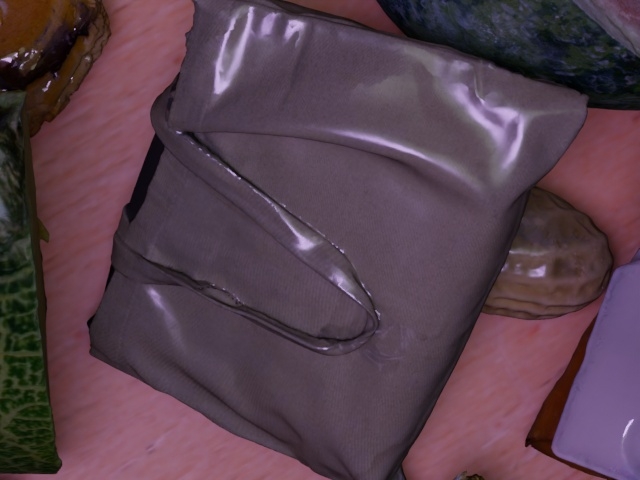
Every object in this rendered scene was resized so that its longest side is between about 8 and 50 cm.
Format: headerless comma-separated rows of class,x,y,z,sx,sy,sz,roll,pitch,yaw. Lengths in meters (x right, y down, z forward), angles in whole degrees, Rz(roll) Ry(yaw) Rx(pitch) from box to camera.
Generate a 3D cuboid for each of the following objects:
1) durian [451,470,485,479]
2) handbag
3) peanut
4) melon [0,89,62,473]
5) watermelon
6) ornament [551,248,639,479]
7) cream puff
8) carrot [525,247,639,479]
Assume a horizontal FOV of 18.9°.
durian,0.046,0.292,1.249,0.306,0.172,0.166,-52,57,15
handbag,-0.005,0.001,1.200,0.253,0.109,0.316,26,120,9
peanut,0.099,0.001,1.281,0.194,0.083,0.093,9,71,1
melon,-0.255,0.002,1.136,0.226,0.343,0.331,-43,89,-8
watermelon,0.114,-0.180,1.223,0.256,0.260,0.176,46,53,-41
ornament,0.320,0.071,1.177,0.239,0.240,0.239,20,87,28
cream puff,-0.202,-0.129,1.255,0.133,0.104,0.119,-28,58,-11
carrot,0.211,0.060,1.298,0.072,0.072,0.205,26,84,-3
